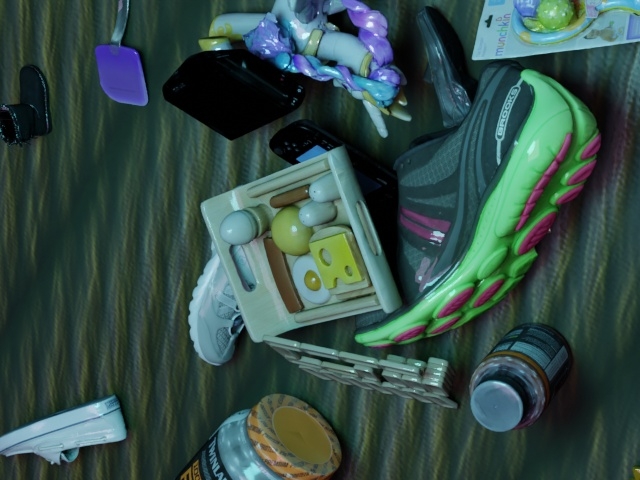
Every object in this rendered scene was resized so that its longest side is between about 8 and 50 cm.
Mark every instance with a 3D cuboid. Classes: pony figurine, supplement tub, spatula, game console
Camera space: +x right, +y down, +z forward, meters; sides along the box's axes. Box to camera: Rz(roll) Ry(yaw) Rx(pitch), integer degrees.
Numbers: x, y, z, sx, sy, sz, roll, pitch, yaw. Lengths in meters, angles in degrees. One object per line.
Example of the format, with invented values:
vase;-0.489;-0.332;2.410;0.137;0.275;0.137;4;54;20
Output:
pony figurine;-0.014;-0.338;1.676;0.363;0.303;0.351;25;124;31
supplement tub;-0.118;0.387;1.943;0.193;0.193;0.316;43;117;8
spatula;-0.297;-0.347;1.913;0.084;0.030;0.296;10;108;24
supplement tub;0.261;0.185;1.710;0.106;0.198;0.106;7;108;24
game console;-0.031;-0.140;1.728;0.361;0.044;0.213;30;162;-19

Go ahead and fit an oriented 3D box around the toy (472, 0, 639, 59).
toy;0.306;-0.297;1.591;0.237;0.137;0.056;-1;141;23

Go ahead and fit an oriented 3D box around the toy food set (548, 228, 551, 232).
toy food set;0.248;-0.025;1.758;0.122;0.019;0.078;-10;100;27

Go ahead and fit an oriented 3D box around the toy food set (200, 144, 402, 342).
toy food set;-0.033;0.015;1.728;0.306;0.092;0.220;-17;95;52

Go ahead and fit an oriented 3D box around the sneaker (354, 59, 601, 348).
sneaker;0.182;-0.037;1.702;0.202;0.185;0.483;55;130;28

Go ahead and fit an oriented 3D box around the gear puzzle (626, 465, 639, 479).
gear puzzle;0.569;0.333;1.695;0.339;0.044;0.175;2;105;24

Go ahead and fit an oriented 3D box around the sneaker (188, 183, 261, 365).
sneaker;-0.113;0.065;1.901;0.115;0.105;0.281;22;112;18

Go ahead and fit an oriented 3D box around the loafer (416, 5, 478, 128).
loafer;0.161;-0.227;1.721;0.061;0.062;0.170;-21;94;33

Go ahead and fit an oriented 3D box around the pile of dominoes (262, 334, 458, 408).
pile of dominoes;0.066;0.174;1.827;0.251;0.196;0.040;11;73;22

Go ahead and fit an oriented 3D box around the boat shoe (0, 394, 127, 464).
boat shoe;-0.432;0.328;2.128;0.258;0.095;0.084;-20;91;29

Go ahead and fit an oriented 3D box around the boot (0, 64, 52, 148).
boot;-0.461;-0.206;1.989;0.045;0.099;0.121;-4;103;24
